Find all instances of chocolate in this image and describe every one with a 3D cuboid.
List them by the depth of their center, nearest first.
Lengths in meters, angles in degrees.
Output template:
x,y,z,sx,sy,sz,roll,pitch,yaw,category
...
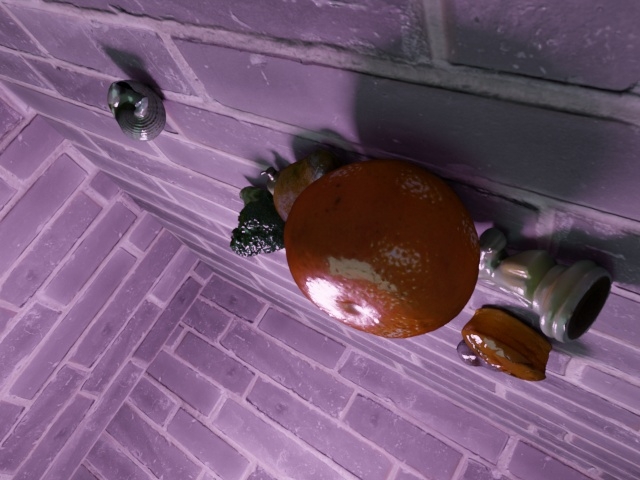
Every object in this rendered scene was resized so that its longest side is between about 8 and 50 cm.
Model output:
x,y,z,sx,sy,sz,roll,pitch,yaw,category
0.575,0.398,1.689,0.110,0.110,0.248,37,160,-15,chocolate

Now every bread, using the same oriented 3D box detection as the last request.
x,y,z,sx,sy,sz,roll,pitch,yaw,category
0.553,0.314,1.439,0.269,0.143,0.195,32,163,-6,bread

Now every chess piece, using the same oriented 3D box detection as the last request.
x,y,z,sx,sy,sz,roll,pitch,yaw,category
0.430,0.073,1.026,0.298,0.176,0.176,34,169,46,chess piece

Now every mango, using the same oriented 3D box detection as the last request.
x,y,z,sx,sy,sz,roll,pitch,yaw,category
-0.018,-0.130,1.244,0.192,0.146,0.316,33,149,-4,mango

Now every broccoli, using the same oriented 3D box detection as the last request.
x,y,z,sx,sy,sz,roll,pitch,yaw,category
-0.196,-0.072,1.605,0.268,0.269,0.254,23,155,29,broccoli

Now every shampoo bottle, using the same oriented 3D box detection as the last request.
x,y,z,sx,sy,sz,roll,pitch,yaw,category
-0.108,-0.156,1.418,0.079,0.079,0.162,18,157,40,shampoo bottle

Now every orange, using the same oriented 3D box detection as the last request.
x,y,z,sx,sy,sz,roll,pitch,yaw,category
0.132,0.012,1.037,0.423,0.326,0.424,22,148,14,orange

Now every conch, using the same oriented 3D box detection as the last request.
x,y,z,sx,sy,sz,roll,pitch,yaw,category
-0.529,-0.392,1.437,0.200,0.131,0.172,-31,90,41,conch
